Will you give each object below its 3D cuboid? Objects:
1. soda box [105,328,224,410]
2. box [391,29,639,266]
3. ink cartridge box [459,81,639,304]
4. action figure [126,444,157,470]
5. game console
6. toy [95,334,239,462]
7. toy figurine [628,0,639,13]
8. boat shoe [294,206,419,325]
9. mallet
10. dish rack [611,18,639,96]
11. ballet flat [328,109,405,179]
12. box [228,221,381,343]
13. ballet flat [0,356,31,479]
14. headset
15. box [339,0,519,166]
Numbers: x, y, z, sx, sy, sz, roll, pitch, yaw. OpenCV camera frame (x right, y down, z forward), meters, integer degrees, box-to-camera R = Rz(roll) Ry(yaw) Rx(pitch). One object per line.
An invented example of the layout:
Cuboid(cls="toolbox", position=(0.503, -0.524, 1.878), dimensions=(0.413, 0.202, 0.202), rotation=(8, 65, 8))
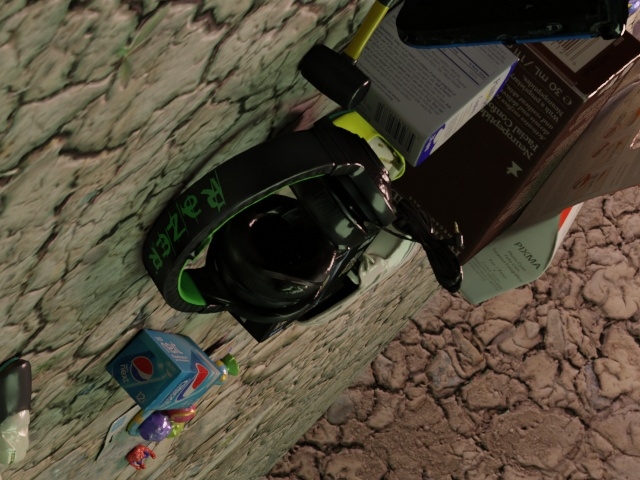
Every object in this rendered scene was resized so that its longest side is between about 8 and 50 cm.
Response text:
Cuboid(cls="soda box", position=(-0.186, 0.159, 1.580), dimensions=(0.067, 0.071, 0.210), rotation=(-45, 169, 2))
Cuboid(cls="box", position=(0.211, -0.153, 1.595), dimensions=(0.143, 0.191, 0.381), rotation=(-38, 166, -32))
Cuboid(cls="ink cartridge box", position=(0.374, -0.085, 1.824), dimensions=(0.385, 0.091, 0.308), rotation=(-25, -158, 50))
Cuboid(cls="action figure", position=(-0.279, 0.338, 2.022), dimensions=(0.038, 0.030, 0.115), rotation=(-39, 167, -6))
Cuboid(cls="game console", position=(0.194, -0.294, 0.995), dimensions=(0.293, 0.250, 0.173), rotation=(-64, 146, -48))
Cuboid(cls="toy", position=(-0.205, 0.240, 1.854), dimensions=(0.237, 0.056, 0.137), rotation=(-37, 165, -36))
Cuboid(cls="toy figurine", position=(0.402, -0.305, 1.776), dimensions=(0.217, 0.191, 0.362), rotation=(-46, 170, 29))
Cuboid(cls="boat shoe", position=(0.052, 0.033, 1.966), dimensions=(0.267, 0.096, 0.088), rotation=(-40, 176, 17))
Cuboid(cls="mallet", position=(0.045, -0.214, 1.178), dimensions=(0.190, 0.062, 0.039), rotation=(-64, 165, 16))
Cuboid(cls="dish rack", position=(0.392, -0.242, 1.998), dimensions=(0.285, 0.072, 0.333), rotation=(-33, -177, -15))
Cuboid(cls="ballet flat", position=(0.054, -0.101, 1.495), dimensions=(0.077, 0.077, 0.231), rotation=(-49, 168, 10))
Cuboid(cls="box", position=(-0.023, 0.033, 1.703), dimensions=(0.180, 0.077, 0.147), rotation=(-32, 162, -50))
Cuboid(cls="ballet flat", position=(-0.320, 0.200, 1.240), dimensions=(0.203, 0.074, 0.074), rotation=(-49, 168, 20))
Cuboid(cls="headset", position=(0.000, 0.000, 1.351), dimensions=(0.394, 0.185, 0.243), rotation=(-7, 148, -52))
Cuboid(cls="box", position=(0.103, -0.167, 1.297), dimensions=(0.137, 0.126, 0.072), rotation=(-41, 167, -19))
